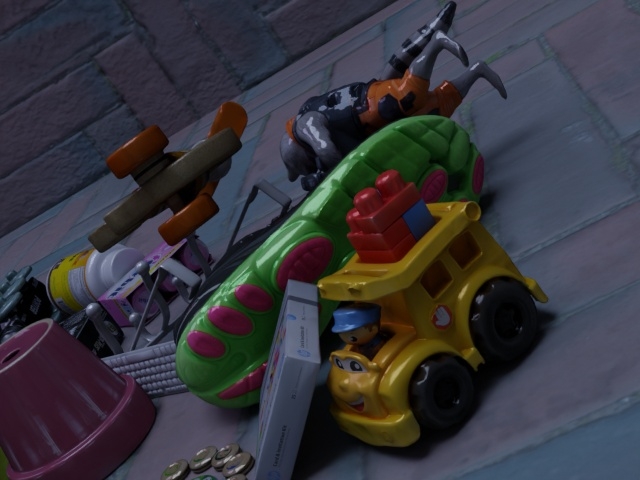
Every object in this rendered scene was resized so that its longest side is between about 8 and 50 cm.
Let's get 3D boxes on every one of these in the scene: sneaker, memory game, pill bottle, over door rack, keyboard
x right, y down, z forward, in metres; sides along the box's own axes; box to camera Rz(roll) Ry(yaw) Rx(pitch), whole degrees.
[{"bbox_3d":[0.000,0.000,1.258,0.483,0.185,0.202,-37,21,-15],"label":"sneaker"},{"bbox_3d":[-0.151,0.279,1.066,0.186,0.012,0.186,-29,19,11],"label":"memory game"},{"bbox_3d":[-0.407,0.071,1.870,0.215,0.117,0.117,-14,26,45],"label":"pill bottle"},{"bbox_3d":[-0.205,0.048,1.433,0.239,0.108,0.324,-46,0,-44],"label":"over door rack"},{"bbox_3d":[-0.260,0.187,1.393,0.256,0.072,0.014,-17,19,41],"label":"keyboard"}]

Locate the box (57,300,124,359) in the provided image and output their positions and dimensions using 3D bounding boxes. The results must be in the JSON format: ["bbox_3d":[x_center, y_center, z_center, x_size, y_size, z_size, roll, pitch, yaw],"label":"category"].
[{"bbox_3d":[-0.426,0.196,1.641,0.180,0.077,0.147,-29,18,15],"label":"box"}]

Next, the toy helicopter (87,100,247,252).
[{"bbox_3d":[-0.225,-0.072,1.437,0.235,0.140,0.355,-43,8,-40],"label":"toy helicopter"}]

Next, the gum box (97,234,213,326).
[{"bbox_3d":[-0.282,0.066,1.757,0.107,0.062,0.188,-9,30,51],"label":"gum box"}]

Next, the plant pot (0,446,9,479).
[{"bbox_3d":[-0.628,0.341,1.259,0.353,0.366,0.366,-46,18,1],"label":"plant pot"}]

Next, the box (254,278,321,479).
[{"bbox_3d":[-0.033,0.142,1.038,0.038,0.145,0.186,12,20,-7],"label":"box"}]

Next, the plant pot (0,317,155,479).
[{"bbox_3d":[-0.344,0.209,1.306,0.201,0.180,0.201,-29,19,11],"label":"plant pot"}]

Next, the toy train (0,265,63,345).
[{"bbox_3d":[-0.591,0.171,1.917,0.190,0.142,0.334,-43,18,3],"label":"toy train"}]

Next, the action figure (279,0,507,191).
[{"bbox_3d":[0.089,-0.181,1.440,0.330,0.179,0.341,-25,-2,21],"label":"action figure"}]

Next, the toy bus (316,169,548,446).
[{"bbox_3d":[0.074,0.052,0.952,0.220,0.211,0.149,-44,22,-24],"label":"toy bus"}]
